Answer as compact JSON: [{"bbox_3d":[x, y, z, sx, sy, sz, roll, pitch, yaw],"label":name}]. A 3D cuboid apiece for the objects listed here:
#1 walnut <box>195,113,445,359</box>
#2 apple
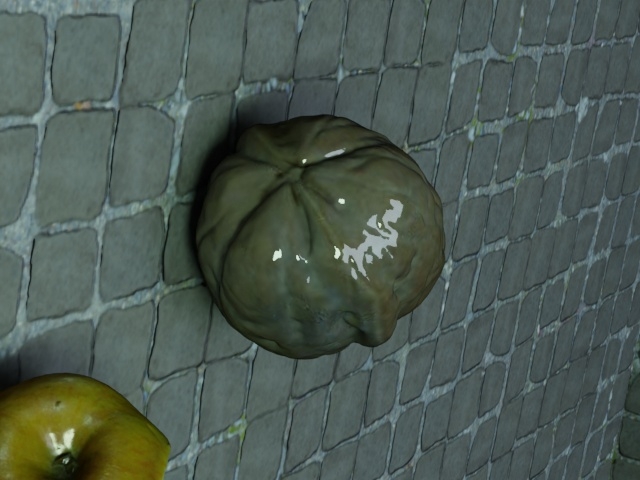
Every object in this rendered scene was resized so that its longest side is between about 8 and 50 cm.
[{"bbox_3d":[0.000,0.000,1.264,0.224,0.224,0.224,-37,136,-48],"label":"walnut"},{"bbox_3d":[-0.192,0.193,1.050,0.173,0.160,0.195,97,10,-49],"label":"apple"}]
